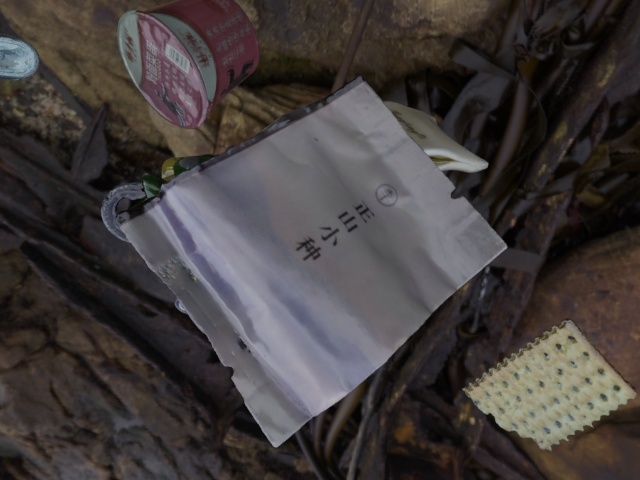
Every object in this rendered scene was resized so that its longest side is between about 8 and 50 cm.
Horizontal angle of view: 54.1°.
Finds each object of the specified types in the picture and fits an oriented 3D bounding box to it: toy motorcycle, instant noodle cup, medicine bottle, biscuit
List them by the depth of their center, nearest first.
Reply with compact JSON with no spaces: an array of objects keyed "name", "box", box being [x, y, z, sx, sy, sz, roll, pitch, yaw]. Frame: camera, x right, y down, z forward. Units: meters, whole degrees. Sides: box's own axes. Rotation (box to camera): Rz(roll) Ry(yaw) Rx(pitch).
[{"name":"toy motorcycle","box":[-0.104,0.002,0.739,0.187,0.124,0.274,-33,124,12]},{"name":"medicine bottle","box":[-0.415,-0.223,0.750,0.209,0.090,0.053,18,107,45]},{"name":"biscuit","box":[0.313,0.210,0.869,0.144,0.016,0.203,48,123,11]},{"name":"instant noodle cup","box":[-0.241,-0.355,1.191,0.235,0.178,0.234,30,144,25]}]

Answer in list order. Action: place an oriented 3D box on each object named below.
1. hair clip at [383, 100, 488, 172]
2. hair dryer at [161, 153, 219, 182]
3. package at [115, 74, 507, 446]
[{"name":"hair clip","box":[0.121,-0.156,1.048,0.282,0.172,0.113,-24,140,-14]},{"name":"hair dryer","box":[-0.315,-0.136,1.399,0.135,0.278,0.090,-1,103,9]},{"name":"package","box":[0.000,0.000,0.493,0.203,0.251,0.062,53,154,4]}]
